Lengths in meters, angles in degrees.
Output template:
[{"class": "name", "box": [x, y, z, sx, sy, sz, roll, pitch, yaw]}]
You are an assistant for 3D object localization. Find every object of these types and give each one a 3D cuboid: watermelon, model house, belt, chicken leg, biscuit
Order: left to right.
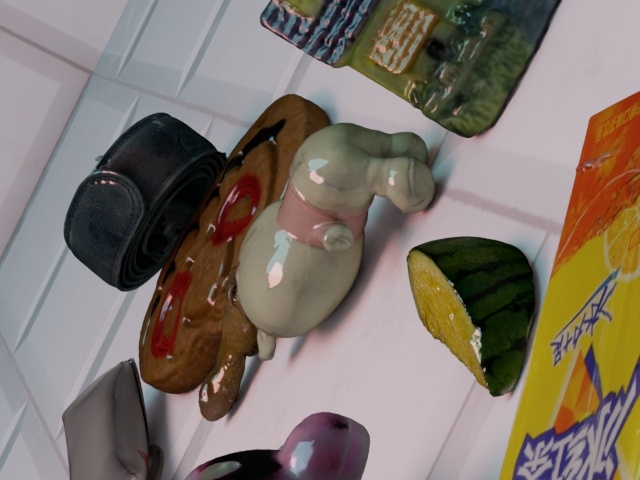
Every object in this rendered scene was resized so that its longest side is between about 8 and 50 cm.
[{"class": "belt", "box": [-0.210, -0.050, 2.012, 0.206, 0.116, 0.267, -52, -10, -7]}, {"class": "biscuit", "box": [-0.103, 0.011, 1.878, 0.367, 0.063, 0.314, -56, 18, 20]}, {"class": "chicken leg", "box": [-0.077, 0.088, 1.696, 0.085, 0.069, 0.198, -124, 56, -74]}, {"class": "model house", "box": [0.075, -0.222, 1.461, 0.194, 0.211, 0.170, -60, 16, 8]}, {"class": "watermelon", "box": [0.120, 0.039, 1.264, 0.181, 0.075, 0.092, -139, 32, -73]}]

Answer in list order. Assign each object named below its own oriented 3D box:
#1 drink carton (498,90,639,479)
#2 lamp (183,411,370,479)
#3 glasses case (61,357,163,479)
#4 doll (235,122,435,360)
[{"class": "drink carton", "box": [0.184, 0.083, 0.905, 0.154, 0.111, 0.351, -31, 39, 61]}, {"class": "lamp", "box": [-0.073, 0.250, 1.193, 0.301, 0.247, 0.247, -45, 22, 63]}, {"class": "glasses case", "box": [-0.222, 0.243, 1.861, 0.128, 0.083, 0.308, -53, 20, 15]}, {"class": "doll", "box": [-0.009, -0.007, 1.551, 0.275, 0.113, 0.155, -50, 25, 34]}]
